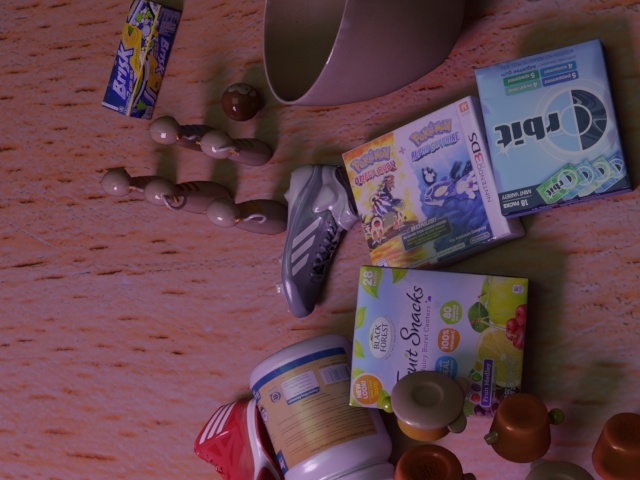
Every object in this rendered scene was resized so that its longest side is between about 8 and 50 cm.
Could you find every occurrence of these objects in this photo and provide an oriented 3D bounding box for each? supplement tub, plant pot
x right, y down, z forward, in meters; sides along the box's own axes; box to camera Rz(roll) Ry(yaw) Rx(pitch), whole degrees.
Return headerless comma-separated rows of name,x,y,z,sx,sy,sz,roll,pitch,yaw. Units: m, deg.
supplement tub,0.005,0.236,1.996,0.144,0.144,0.200,-32,69,28
plant pot,0.066,-0.295,1.942,0.284,0.190,0.284,-172,90,-67

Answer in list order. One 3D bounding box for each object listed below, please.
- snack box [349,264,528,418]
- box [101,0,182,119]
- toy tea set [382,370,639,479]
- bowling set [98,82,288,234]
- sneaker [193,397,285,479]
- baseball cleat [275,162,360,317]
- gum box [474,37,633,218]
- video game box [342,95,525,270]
snack box,0.145,0.123,1.904,0.207,0.070,0.175,4,89,7
box,-0.259,-0.264,2.265,0.059,0.054,0.169,22,99,33
toy tea set,0.225,0.274,1.803,0.336,0.200,0.124,9,136,9
bowling set,-0.169,-0.125,2.133,0.287,0.154,0.200,11,93,34
sneaker,-0.104,0.324,2.115,0.128,0.087,0.221,-14,67,41
baseball cleat,0.000,0.000,2.061,0.109,0.072,0.206,0,90,28
gum box,0.279,-0.133,1.876,0.157,0.041,0.184,-13,79,17
video game box,0.141,-0.060,1.984,0.205,0.048,0.187,-24,72,31
